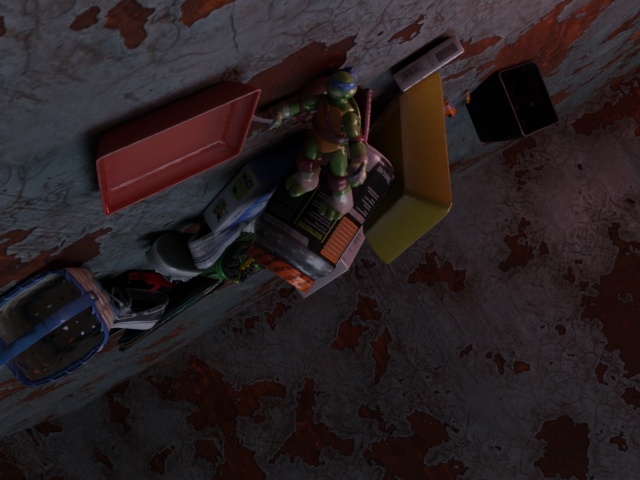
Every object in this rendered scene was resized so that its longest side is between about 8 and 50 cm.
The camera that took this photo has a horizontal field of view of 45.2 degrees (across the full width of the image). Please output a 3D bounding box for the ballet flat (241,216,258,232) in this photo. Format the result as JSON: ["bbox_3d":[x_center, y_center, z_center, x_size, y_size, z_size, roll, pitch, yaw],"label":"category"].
[{"bbox_3d":[-0.135,-0.065,1.972,0.221,0.079,0.077,-29,173,-11],"label":"ballet flat"}]

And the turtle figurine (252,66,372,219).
[{"bbox_3d":[-0.015,-0.148,1.338,0.198,0.274,0.266,8,139,2],"label":"turtle figurine"}]

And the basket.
[{"bbox_3d":[-0.539,0.173,1.509,0.255,0.201,0.289,-31,-178,15],"label":"basket"}]

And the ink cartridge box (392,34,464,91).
[{"bbox_3d":[0.217,-0.364,1.582,0.145,0.045,0.179,-32,-169,10],"label":"ink cartridge box"}]

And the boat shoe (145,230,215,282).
[{"bbox_3d":[-0.339,0.050,1.818,0.103,0.118,0.320,-36,179,6],"label":"boat shoe"}]

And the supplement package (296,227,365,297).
[{"bbox_3d":[0.000,0.000,2.259,0.177,0.175,0.293,-35,-170,26],"label":"supplement package"}]

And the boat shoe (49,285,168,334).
[{"bbox_3d":[-0.493,0.155,1.833,0.301,0.108,0.102,9,131,-49],"label":"boat shoe"}]

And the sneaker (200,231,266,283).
[{"bbox_3d":[-0.233,0.022,2.129,0.146,0.134,0.343,5,-169,17],"label":"sneaker"}]

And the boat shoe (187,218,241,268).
[{"bbox_3d":[-0.246,-0.021,1.804,0.083,0.075,0.226,-17,-157,17],"label":"boat shoe"}]

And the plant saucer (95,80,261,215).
[{"bbox_3d":[-0.230,-0.147,1.190,0.259,0.047,0.258,-27,172,-19],"label":"plant saucer"}]

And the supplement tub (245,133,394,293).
[{"bbox_3d":[-0.005,-0.062,1.578,0.316,0.194,0.193,-56,174,-4],"label":"supplement tub"}]

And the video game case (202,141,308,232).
[{"bbox_3d":[-0.103,-0.130,1.743,0.269,0.061,0.244,-24,172,-39],"label":"video game case"}]

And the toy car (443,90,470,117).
[{"bbox_3d":[0.351,-0.372,2.060,0.122,0.060,0.040,-45,138,-36],"label":"toy car"}]

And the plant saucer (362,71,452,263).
[{"bbox_3d":[0.168,-0.157,1.699,0.081,0.332,0.333,7,156,-17],"label":"plant saucer"}]

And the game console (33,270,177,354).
[{"bbox_3d":[-0.593,0.194,2.063,0.387,0.060,0.342,-32,166,7],"label":"game console"}]

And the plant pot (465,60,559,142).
[{"bbox_3d":[0.521,-0.370,2.155,0.188,0.187,0.167,-24,-178,-40],"label":"plant pot"}]

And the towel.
[{"bbox_3d":[-0.417,0.165,2.240,0.370,0.040,0.271,-33,-164,9],"label":"towel"}]
